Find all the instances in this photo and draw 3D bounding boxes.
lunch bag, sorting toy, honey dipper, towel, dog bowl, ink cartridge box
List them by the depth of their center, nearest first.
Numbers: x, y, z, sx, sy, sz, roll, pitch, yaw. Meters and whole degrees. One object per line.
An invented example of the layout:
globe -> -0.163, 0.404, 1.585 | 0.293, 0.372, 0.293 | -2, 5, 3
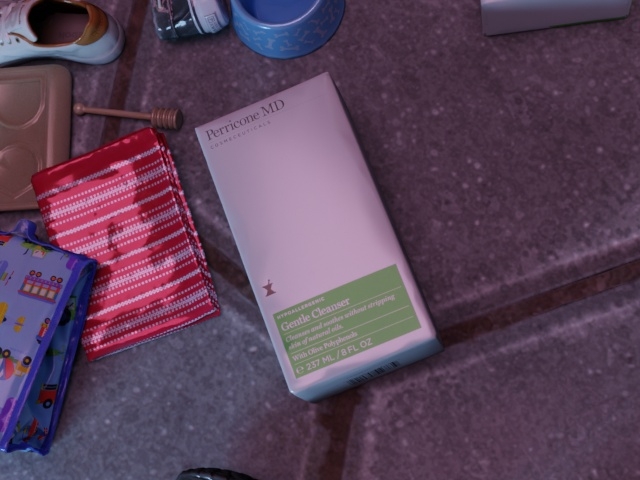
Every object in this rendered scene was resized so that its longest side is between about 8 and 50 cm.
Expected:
lunch bag -> -0.436, 0.109, 1.563 | 0.220, 0.138, 0.293 | 14, 82, 14
ink cartridge box -> 0.298, -0.429, 1.583 | 0.198, 0.115, 0.273 | -6, 76, 8
towel -> -0.265, 0.003, 1.604 | 0.198, 0.031, 0.275 | -20, 82, 5
dog bowl -> -0.041, -0.405, 1.658 | 0.165, 0.074, 0.297 | 7, 79, 11
honey dipper -> -0.272, -0.176, 1.668 | 0.160, 0.030, 0.031 | 6, 78, 15
sorting toy -> -0.466, -0.094, 1.678 | 0.229, 0.041, 0.307 | -2, 77, 5

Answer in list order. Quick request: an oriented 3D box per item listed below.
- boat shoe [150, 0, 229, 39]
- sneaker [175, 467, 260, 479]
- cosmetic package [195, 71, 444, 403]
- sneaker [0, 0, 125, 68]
boat shoe -> -0.222, -0.442, 1.673 | 0.119, 0.121, 0.335 | -14, 75, 5
sneaker -> -0.064, 0.375, 1.461 | 0.286, 0.109, 0.130 | 26, 87, 16
cosmetic package -> 0.000, 0.000, 1.512 | 0.196, 0.155, 0.366 | -24, 75, 5
sneaker -> -0.431, -0.307, 1.678 | 0.290, 0.123, 0.106 | -2, 78, 11
